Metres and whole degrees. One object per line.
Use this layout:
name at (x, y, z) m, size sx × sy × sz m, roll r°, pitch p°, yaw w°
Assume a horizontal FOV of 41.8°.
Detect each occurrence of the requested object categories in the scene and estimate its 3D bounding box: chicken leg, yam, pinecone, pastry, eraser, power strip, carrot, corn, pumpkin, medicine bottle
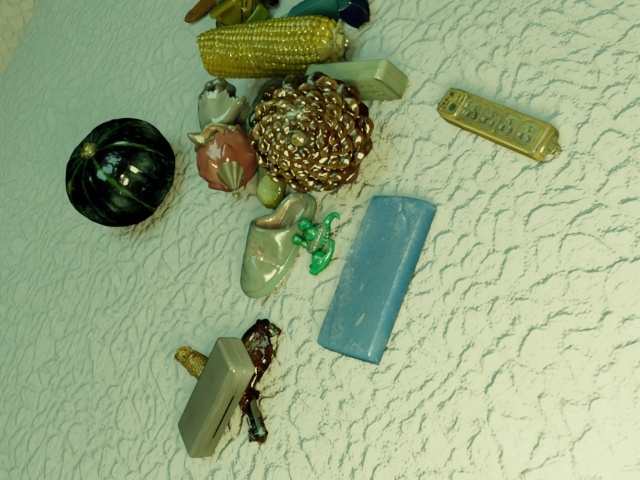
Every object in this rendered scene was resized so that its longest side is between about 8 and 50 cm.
chicken leg at (-0.130, 0.274, 1.640) m, size 0.106 × 0.051 × 0.253 m, roll -17°, pitch 58°, yaw 32°
yam at (-0.105, -0.287, 1.868) m, size 0.107 × 0.107 × 0.183 m, roll -27°, pitch 29°, yaw 32°
pinecone at (-0.022, -0.225, 1.692) m, size 0.264 × 0.264 × 0.264 m, roll -24°, pitch 51°, yaw 34°
pastry at (-0.244, 0.266, 1.734) m, size 0.140 × 0.080 × 0.056 m, roll 18°, pitch 69°, yaw 49°
eraser at (0.102, 0.064, 1.537) m, size 0.144 × 0.042 × 0.312 m, roll 10°, pitch 74°, yaw 48°
yam at (-0.107, -0.143, 1.853) m, size 0.069 × 0.069 × 0.146 m, roll -21°, pitch 52°, yaw 36°
power strip at (0.307, -0.213, 1.501) m, size 0.064 × 0.044 × 0.305 m, roll -57°, pitch 40°, yaw 3°
carrot at (-0.323, -0.688, 2.419) m, size 0.224 × 0.057 × 0.057 m, roll -31°, pitch 48°, yaw 33°
corn at (-0.118, -0.442, 1.945) m, size 0.387 × 0.144 × 0.144 m, roll -1°, pitch 65°, yaw 27°
power strip at (0.054, -0.340, 1.794) m, size 0.288 × 0.093 × 0.053 m, roll 7°, pitch 74°, yaw 47°
pumpkin at (-0.528, -0.180, 2.172) m, size 0.315 × 0.238 × 0.315 m, roll -23°, pitch 49°, yaw 29°
medicine bottle at (0.009, -0.533, 1.967) m, size 0.258 × 0.079 × 0.124 m, roll -12°, pitch 57°, yaw 41°

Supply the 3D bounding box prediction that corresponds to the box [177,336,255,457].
box at (-0.205, 0.306, 1.628) m, size 0.103 × 0.055 × 0.244 m, roll 56°, pitch 129°, yaw 44°

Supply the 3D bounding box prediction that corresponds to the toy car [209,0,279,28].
toy car at (-0.224, -0.659, 2.228) m, size 0.200 × 0.142 × 0.248 m, roll -28°, pitch 51°, yaw 30°

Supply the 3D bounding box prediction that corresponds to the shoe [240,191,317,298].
shoe at (-0.103, -0.001, 1.740) m, size 0.103 × 0.100 × 0.251 m, roll 25°, pitch 82°, yaw 49°

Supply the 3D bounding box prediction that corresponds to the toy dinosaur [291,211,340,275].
toy dinosaur at (0.000, 0.000, 1.676) m, size 0.096 × 0.059 × 0.132 m, roll 38°, pitch 104°, yaw 41°

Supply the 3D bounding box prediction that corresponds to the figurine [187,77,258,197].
figurine at (-0.232, -0.219, 1.954) m, size 0.207 × 0.166 × 0.387 m, roll -51°, pitch 34°, yaw 37°
